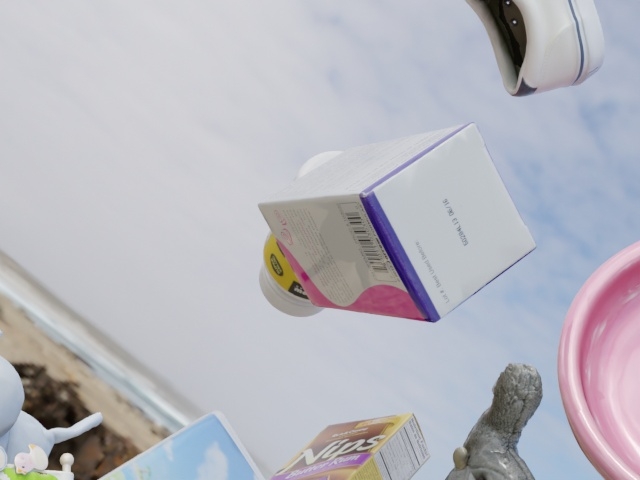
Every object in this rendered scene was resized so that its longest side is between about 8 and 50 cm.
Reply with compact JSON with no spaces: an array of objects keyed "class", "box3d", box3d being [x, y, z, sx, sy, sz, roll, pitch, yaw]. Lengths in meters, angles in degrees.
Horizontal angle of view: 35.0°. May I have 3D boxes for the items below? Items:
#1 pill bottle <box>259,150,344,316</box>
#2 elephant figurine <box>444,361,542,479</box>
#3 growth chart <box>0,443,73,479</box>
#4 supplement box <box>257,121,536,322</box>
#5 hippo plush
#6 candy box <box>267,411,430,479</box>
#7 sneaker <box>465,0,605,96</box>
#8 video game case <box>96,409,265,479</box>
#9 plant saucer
[{"class":"pill bottle","box3d":[0.000,0.000,1.197,0.119,0.119,0.208,37,-36,6]},{"class":"elephant figurine","box3d":[0.129,0.253,0.846,0.186,0.169,0.239,46,-46,1]},{"class":"growth chart","box3d":[-0.366,0.302,1.096,0.237,0.172,0.021,10,-31,-43]},{"class":"supplement box","box3d":[0.053,-0.013,0.828,0.111,0.114,0.220,61,-22,-12]},{"class":"hippo plush","box3d":[-0.427,0.251,1.214,0.294,0.234,0.237,2,-40,-6]},{"class":"candy box","box3d":[0.009,0.226,0.928,0.109,0.186,0.053,-17,-82,36]},{"class":"sneaker","box3d":[0.156,-0.244,0.844,0.258,0.091,0.094,68,-20,-4]},{"class":"video game case","box3d":[-0.031,0.181,0.367,0.212,0.023,0.193,56,24,6]},{"class":"plant saucer","box3d":[0.394,0.137,0.966,0.332,0.332,0.084,31,-24,29]}]
